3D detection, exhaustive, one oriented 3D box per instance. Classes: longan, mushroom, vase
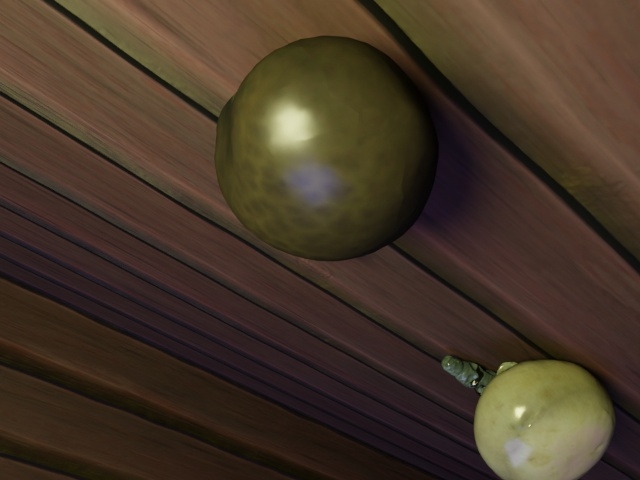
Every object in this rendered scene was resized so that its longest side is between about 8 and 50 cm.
[{"bbox_3d":[0.005,-0.076,0.422,0.197,0.198,0.212,23,146,-5],"label":"longan"},{"bbox_3d":[0.384,0.308,0.851,0.245,0.202,0.246,-3,116,-6],"label":"mushroom"},{"bbox_3d":[0.333,0.289,0.982,0.211,0.060,0.060,29,151,-15],"label":"vase"}]
